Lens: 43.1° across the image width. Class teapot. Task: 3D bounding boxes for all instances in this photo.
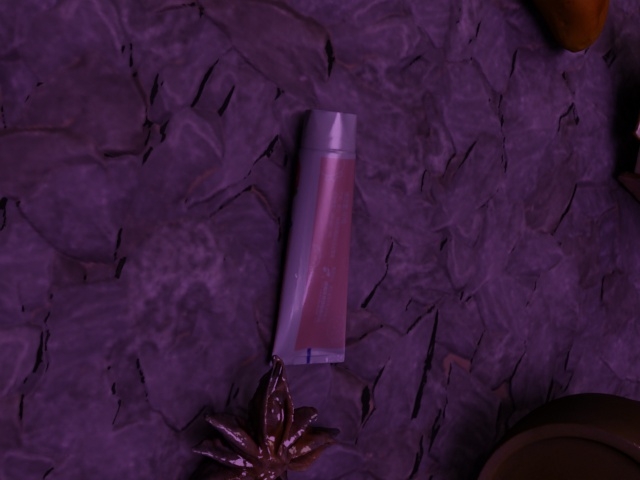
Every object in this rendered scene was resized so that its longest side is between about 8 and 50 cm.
[{"bbox_3d":[0.235,0.232,0.695,0.175,0.185,0.268,-5,129,-57],"label":"teapot"}]

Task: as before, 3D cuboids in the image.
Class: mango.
[{"bbox_3d":[0.217,-0.222,0.709,0.080,0.060,0.114,-34,107,-38],"label":"mango"}]

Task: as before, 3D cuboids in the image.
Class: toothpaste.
[{"bbox_3d":[0.000,0.000,0.617,0.067,0.043,0.195,1,98,-32],"label":"toothpaste"}]

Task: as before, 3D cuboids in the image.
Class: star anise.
[{"bbox_3d":[-0.055,0.156,0.586,0.129,0.056,0.124,-41,131,-9],"label":"star anise"}]

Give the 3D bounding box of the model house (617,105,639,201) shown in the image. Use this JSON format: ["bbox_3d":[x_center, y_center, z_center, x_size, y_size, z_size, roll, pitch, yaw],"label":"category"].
[{"bbox_3d":[0.441,-0.085,0.796,0.325,0.169,0.245,0,100,-27],"label":"model house"}]
